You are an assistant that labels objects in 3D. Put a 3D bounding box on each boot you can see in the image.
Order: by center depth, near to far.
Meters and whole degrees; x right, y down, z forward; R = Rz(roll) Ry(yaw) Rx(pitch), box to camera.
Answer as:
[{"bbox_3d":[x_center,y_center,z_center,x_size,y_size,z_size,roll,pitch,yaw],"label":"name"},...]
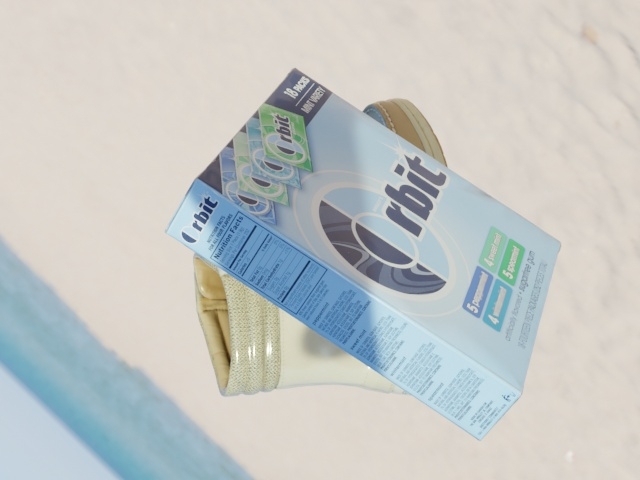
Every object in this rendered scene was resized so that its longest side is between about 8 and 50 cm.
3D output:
[{"bbox_3d":[0.000,0.000,0.984,0.095,0.203,0.262,123,144,-62],"label":"boot"}]

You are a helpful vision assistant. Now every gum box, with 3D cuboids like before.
[{"bbox_3d":[0.031,-0.001,0.652,0.184,0.157,0.041,34,123,-2],"label":"gum box"}]
